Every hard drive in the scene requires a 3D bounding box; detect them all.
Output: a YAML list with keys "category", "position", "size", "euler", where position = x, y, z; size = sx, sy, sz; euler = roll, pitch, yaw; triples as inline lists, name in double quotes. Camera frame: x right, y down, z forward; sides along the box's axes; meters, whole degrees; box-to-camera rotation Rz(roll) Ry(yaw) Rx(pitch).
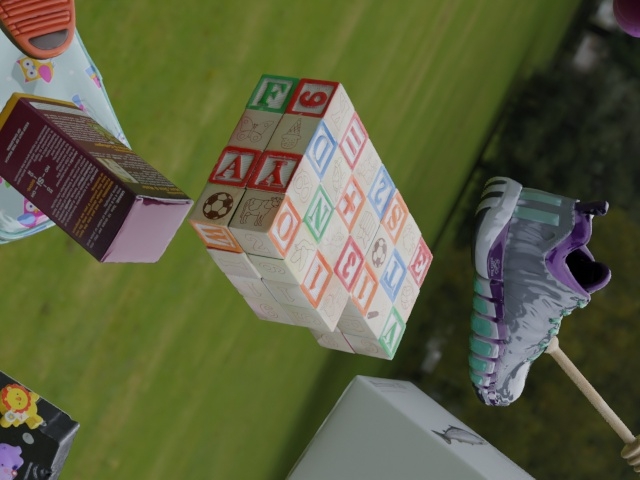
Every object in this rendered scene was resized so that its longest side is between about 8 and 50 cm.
- category: "hard drive"
  position: [-0.513, 0.254, 2.358]
  size: [0.064, 0.339, 0.237]
  euler: [-48, 166, -54]

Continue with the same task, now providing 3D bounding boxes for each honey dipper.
- category: "honey dipper"
  position: [0.241, 0.142, 1.466]
  size: [0.030, 0.160, 0.030]
  euler: [-41, -179, 1]

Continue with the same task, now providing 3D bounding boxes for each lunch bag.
- category: "lunch bag"
  position: [-0.369, -0.147, 2.031]
  size: [0.224, 0.279, 0.108]
  euler: [-27, -174, -21]

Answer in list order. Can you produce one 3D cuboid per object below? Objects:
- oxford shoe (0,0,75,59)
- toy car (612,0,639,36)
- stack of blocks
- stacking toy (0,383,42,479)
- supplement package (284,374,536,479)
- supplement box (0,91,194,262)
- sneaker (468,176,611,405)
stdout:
- category: "oxford shoe"
  position: [-0.333, -0.285, 1.767]
  size: [0.097, 0.271, 0.098]
  euler: [-17, 156, -29]
- category: "toy car"
  position: [0.333, -0.257, 1.631]
  size: [0.136, 0.159, 0.182]
  euler: [-49, 136, -15]
- category: "stack of blocks"
  position: [0.000, 0.000, 1.642]
  size: [0.171, 0.087, 0.297]
  euler: [-65, 147, -25]
- category: "stacking toy"
  position: [-0.369, 0.303, 2.002]
  size: [0.167, 0.052, 0.221]
  euler: [-46, -130, 46]
- category: "supplement package"
  position: [0.082, 0.188, 1.191]
  size: [0.105, 0.179, 0.105]
  euler: [-57, 156, 9]
- category: "supplement box"
  position: [-0.235, -0.061, 1.706]
  size: [0.080, 0.188, 0.104]
  euler: [-58, 156, 15]
- category: "sneaker"
  position: [0.164, 0.052, 1.272]
  size: [0.223, 0.098, 0.083]
  euler: [83, 21, -46]
